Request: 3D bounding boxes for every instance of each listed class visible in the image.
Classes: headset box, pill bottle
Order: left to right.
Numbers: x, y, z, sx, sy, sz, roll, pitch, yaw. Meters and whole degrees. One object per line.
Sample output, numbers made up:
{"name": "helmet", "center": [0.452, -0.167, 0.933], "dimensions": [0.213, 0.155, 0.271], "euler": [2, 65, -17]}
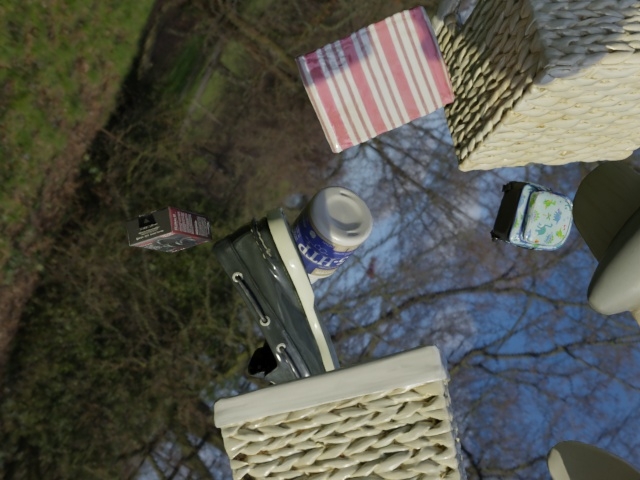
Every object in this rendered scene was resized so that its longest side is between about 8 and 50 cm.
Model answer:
{"name": "headset box", "center": [-0.173, -0.012, 0.836], "dimensions": [0.062, 0.032, 0.083], "euler": [-16, 167, 24]}
{"name": "pill bottle", "center": [0.000, 0.000, 1.257], "dimensions": [0.186, 0.112, 0.112], "euler": [-51, -173, 51]}

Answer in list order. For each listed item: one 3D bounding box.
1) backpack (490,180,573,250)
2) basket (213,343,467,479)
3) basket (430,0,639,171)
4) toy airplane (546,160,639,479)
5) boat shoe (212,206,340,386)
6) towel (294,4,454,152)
{"name": "backpack", "center": [0.343, -0.034, 1.155], "dimensions": [0.084, 0.114, 0.105], "euler": [26, -76, 61]}
{"name": "basket", "center": [0.023, 0.149, 0.539], "dimensions": [0.167, 0.103, 0.113], "euler": [-16, 163, 8]}
{"name": "basket", "center": [0.370, -0.286, 1.086], "dimensions": [0.328, 0.331, 0.266], "euler": [122, -39, -67]}
{"name": "toy airplane", "center": [0.324, 0.116, 0.455], "dimensions": [0.384, 0.386, 0.272], "euler": [-67, 153, -24]}
{"name": "boat shoe", "center": [-0.045, 0.131, 0.927], "dimensions": [0.113, 0.340, 0.127], "euler": [-18, -156, 0]}
{"name": "towel", "center": [0.077, -0.222, 1.013], "dimensions": [0.197, 0.144, 0.029], "euler": [-24, -165, -6]}
